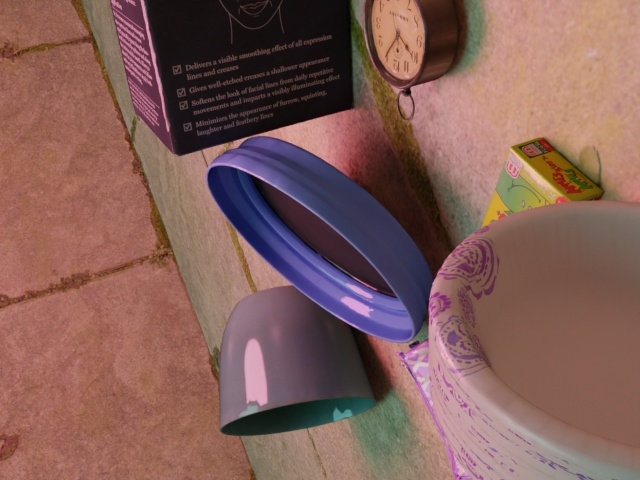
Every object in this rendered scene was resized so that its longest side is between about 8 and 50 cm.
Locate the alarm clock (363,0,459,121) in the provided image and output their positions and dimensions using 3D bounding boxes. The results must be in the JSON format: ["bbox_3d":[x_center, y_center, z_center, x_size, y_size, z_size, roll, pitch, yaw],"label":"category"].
[{"bbox_3d":[0.106,-0.231,0.780,0.129,0.064,0.192,46,145,45],"label":"alarm clock"}]

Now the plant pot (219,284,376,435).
[{"bbox_3d":[-0.062,0.225,1.268,0.293,0.293,0.235,117,145,-61],"label":"plant pot"}]

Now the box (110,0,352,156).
[{"bbox_3d":[-0.136,-0.364,0.932,0.212,0.294,0.395,43,145,48],"label":"box"}]

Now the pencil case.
[{"bbox_3d":[0.186,0.232,0.936,0.206,0.088,0.086,64,159,15],"label":"pencil case"}]

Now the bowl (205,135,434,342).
[{"bbox_3d":[0.000,0.000,0.984,0.391,0.077,0.391,36,163,13],"label":"bowl"}]

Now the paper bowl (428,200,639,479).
[{"bbox_3d":[0.222,0.101,0.487,0.284,0.284,0.148,45,148,47],"label":"paper bowl"}]

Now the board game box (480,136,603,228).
[{"bbox_3d":[0.224,-0.009,0.713,0.092,0.043,0.181,54,152,35],"label":"board game box"}]
